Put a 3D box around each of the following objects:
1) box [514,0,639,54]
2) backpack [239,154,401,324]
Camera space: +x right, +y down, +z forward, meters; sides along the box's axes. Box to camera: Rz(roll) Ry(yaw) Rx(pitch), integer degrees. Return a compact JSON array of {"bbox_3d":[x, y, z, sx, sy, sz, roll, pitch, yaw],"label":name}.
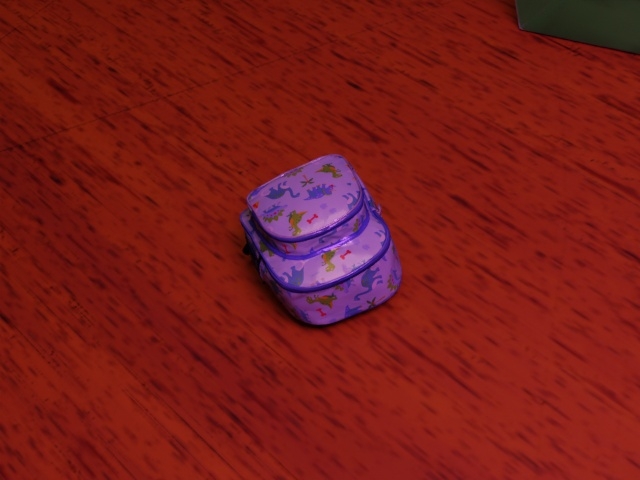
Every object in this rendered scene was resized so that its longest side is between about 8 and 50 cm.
[{"bbox_3d":[0.330,-0.267,1.155,0.262,0.126,0.231,19,55,33],"label":"box"},{"bbox_3d":[0.000,0.000,0.999,0.105,0.084,0.114,-25,46,-7],"label":"backpack"}]
